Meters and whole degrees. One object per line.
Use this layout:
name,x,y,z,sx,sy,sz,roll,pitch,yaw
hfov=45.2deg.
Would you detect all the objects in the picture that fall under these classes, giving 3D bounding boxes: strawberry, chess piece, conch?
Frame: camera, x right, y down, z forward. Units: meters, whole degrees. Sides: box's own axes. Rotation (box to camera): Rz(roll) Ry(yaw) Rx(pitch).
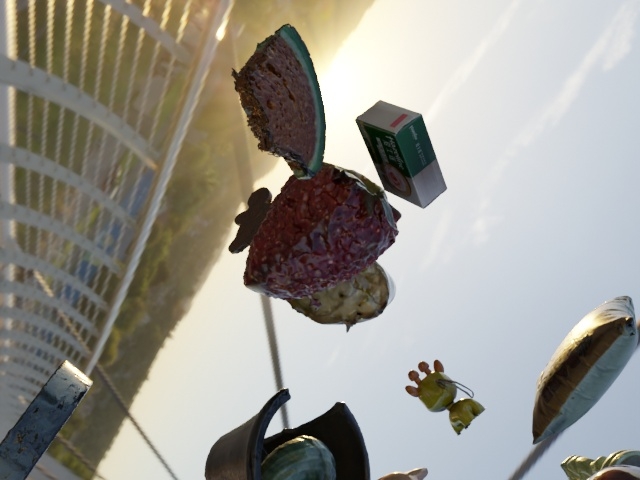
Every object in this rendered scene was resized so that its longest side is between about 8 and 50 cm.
strawberry,0.002,0.001,1.665,0.344,0.292,0.292,-56,-172,14
chess piece,0.708,0.603,1.877,0.176,0.175,0.298,-63,-179,-20
conch,-0.056,0.515,1.608,0.220,0.195,0.277,-63,-157,9

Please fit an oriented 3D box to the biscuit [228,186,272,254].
biscuit,-0.164,-0.055,1.968,0.138,0.031,0.205,-18,-135,29

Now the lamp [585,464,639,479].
lamp,0.380,0.353,0.877,0.151,0.223,0.215,-49,136,-30

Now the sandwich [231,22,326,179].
sandwich,-0.066,-0.207,1.213,0.079,0.235,0.159,-10,-162,44

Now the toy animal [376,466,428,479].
toy animal,0.138,0.555,1.501,0.166,0.154,0.250,56,-37,33

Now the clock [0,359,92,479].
clock,-0.495,0.347,1.272,0.319,0.066,0.319,-52,-171,12

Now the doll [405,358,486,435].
doll,0.335,0.427,2.113,0.143,0.221,0.135,-34,158,-27

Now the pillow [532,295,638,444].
pillow,0.536,0.250,1.558,0.310,0.119,0.312,-56,166,17

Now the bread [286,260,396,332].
bread,0.020,0.088,2.065,0.250,0.361,0.394,-41,171,2

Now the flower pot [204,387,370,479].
flower pot,-0.094,0.524,1.677,0.251,0.379,0.379,-19,-147,36

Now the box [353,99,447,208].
box,0.166,-0.176,1.564,0.081,0.199,0.135,-40,-142,-14
